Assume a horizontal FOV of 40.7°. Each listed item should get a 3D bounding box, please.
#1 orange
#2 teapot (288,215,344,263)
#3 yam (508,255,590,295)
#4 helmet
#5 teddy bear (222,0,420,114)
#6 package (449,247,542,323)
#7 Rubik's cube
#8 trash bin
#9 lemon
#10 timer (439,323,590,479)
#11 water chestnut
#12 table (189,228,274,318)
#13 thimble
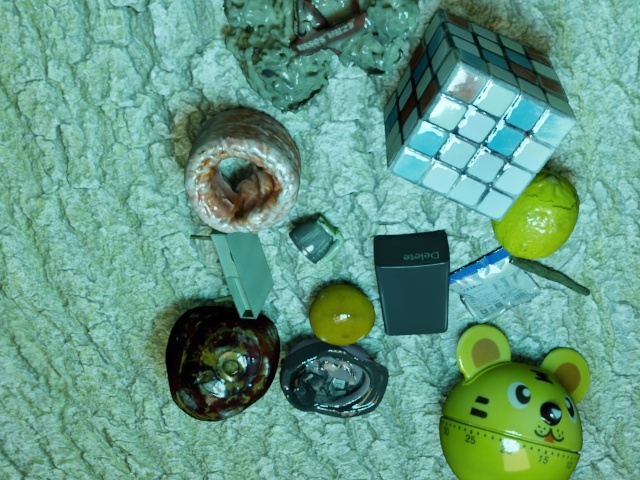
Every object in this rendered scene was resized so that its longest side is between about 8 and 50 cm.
[{"bbox_3d":[0.049,0.171,1.998,0.156,0.124,0.156,-4,143,-3],"label":"orange"},{"bbox_3d":[-0.006,-0.007,1.907,0.091,0.124,0.092,-41,76,9],"label":"teapot"},{"bbox_3d":[0.530,0.080,1.980,0.234,0.029,0.027,22,117,-21],"label":"yam"},{"bbox_3d":[0.022,0.319,2.092,0.253,0.154,0.198,1,120,-21],"label":"helmet"},{"bbox_3d":[-0.025,-0.370,1.558,0.357,0.224,0.367,25,126,0],"label":"teddy bear"},{"bbox_3d":[0.402,0.105,2.005,0.171,0.027,0.173,-28,117,22],"label":"package"},{"bbox_3d":[0.285,-0.236,1.618,0.259,0.253,0.256,21,124,-13],"label":"Rubik's cube"},{"bbox_3d":[0.211,0.104,1.954,0.165,0.115,0.225,-4,128,5],"label":"trash bin"},{"bbox_3d":[0.448,-0.054,1.798,0.180,0.180,0.193,0,105,0],"label":"lemon"},{"bbox_3d":[0.465,0.417,2.068,0.376,0.376,0.387,18,84,-12],"label":"timer"},{"bbox_3d":[-0.224,0.286,2.004,0.289,0.289,0.244,-32,142,21],"label":"water chestnut"},{"bbox_3d":[-0.200,0.044,1.917,0.111,0.121,0.240,1,128,22],"label":"table"},{"bbox_3d":[-0.155,-0.139,1.754,0.239,0.162,0.239,-1,124,-2],"label":"thimble"}]
